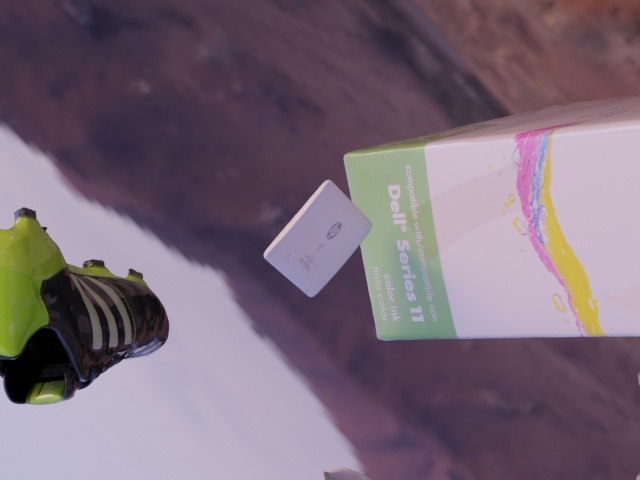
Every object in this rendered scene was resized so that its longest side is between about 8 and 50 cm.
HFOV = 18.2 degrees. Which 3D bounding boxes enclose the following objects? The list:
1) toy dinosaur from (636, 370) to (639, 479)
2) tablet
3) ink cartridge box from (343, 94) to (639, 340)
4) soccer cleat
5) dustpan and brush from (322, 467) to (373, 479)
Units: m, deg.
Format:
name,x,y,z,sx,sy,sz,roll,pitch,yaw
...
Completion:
name,x,y,z,sx,sy,sz,roll,pitch,yaw
toy dinosaur,0.315,0.157,1.313,0.200,0.295,0.127,50,-171,-26
tablet,0.000,0.000,1.081,0.006,0.054,0.083,40,178,24
ink cartridge box,0.211,-0.021,1.093,0.353,0.207,0.119,-4,98,48
soccer cleat,-0.114,0.040,0.877,0.179,0.060,0.072,39,-135,-68
dustpan and brush,0.085,0.257,1.425,0.211,0.060,0.147,54,-166,-41
